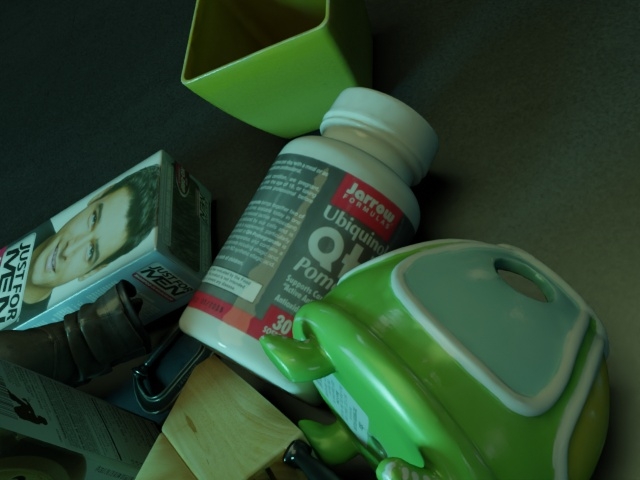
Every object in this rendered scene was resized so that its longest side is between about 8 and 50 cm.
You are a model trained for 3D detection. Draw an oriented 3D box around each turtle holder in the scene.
[{"bbox_3d":[0.127,0.131,0.571,0.227,0.243,0.320,-35,33,-17],"label":"turtle holder"}]

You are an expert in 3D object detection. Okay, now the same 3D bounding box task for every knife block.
[{"bbox_3d":[-0.042,0.208,0.667,0.242,0.088,0.276,-14,26,21],"label":"knife block"}]

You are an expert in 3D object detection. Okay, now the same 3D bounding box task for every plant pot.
[{"bbox_3d":[-0.034,-0.260,0.971,0.212,0.187,0.212,-14,54,26],"label":"plant pot"}]

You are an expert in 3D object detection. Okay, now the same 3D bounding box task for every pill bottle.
[{"bbox_3d":[0.000,0.000,0.783,0.176,0.176,0.319,19,73,41],"label":"pill bottle"}]

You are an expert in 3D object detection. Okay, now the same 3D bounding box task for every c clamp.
[{"bbox_3d":[-0.189,0.140,0.929,0.137,0.022,0.161,28,77,41],"label":"c clamp"}]

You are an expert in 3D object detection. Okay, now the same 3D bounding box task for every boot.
[{"bbox_3d":[-0.317,0.164,0.898,0.222,0.338,0.118,-22,81,-24],"label":"boot"}]

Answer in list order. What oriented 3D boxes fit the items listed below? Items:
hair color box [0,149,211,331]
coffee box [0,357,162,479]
[{"bbox_3d":[-0.329,0.050,1.005,0.374,0.113,0.185,-27,45,19],"label":"hair color box"},{"bbox_3d":[-0.296,0.244,0.742,0.168,0.297,0.119,-45,50,0],"label":"coffee box"}]
